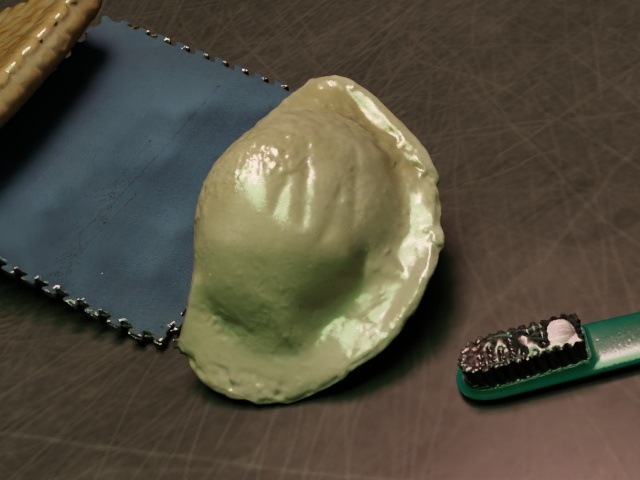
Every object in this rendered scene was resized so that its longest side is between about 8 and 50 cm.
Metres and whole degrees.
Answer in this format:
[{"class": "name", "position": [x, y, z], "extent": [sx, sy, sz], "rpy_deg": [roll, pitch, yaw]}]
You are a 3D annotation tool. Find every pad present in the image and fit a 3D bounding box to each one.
[{"class": "pad", "position": [-0.149, -0.059, 1.099], "extent": [0.269, 0.012, 0.269], "rpy_deg": [25, 58, 25]}]

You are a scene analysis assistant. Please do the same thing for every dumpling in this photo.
[{"class": "dumpling", "position": [0.002, -0.004, 0.939], "extent": [0.166, 0.126, 0.216], "rpy_deg": [19, 51, 18]}]

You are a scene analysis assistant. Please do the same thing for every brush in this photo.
[{"class": "brush", "position": [0.175, 0.058, 0.860], "extent": [0.193, 0.032, 0.043], "rpy_deg": [-16, 41, 9]}]

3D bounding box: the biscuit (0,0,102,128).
[{"class": "biscuit", "position": [-0.334, -0.120, 1.203], "extent": [0.325, 0.044, 0.217], "rpy_deg": [-9, 41, 44]}]

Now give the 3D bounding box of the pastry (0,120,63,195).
[{"class": "pastry", "position": [-0.251, -0.073, 1.167], "extent": [0.080, 0.056, 0.140], "rpy_deg": [-24, 41, -9]}]
